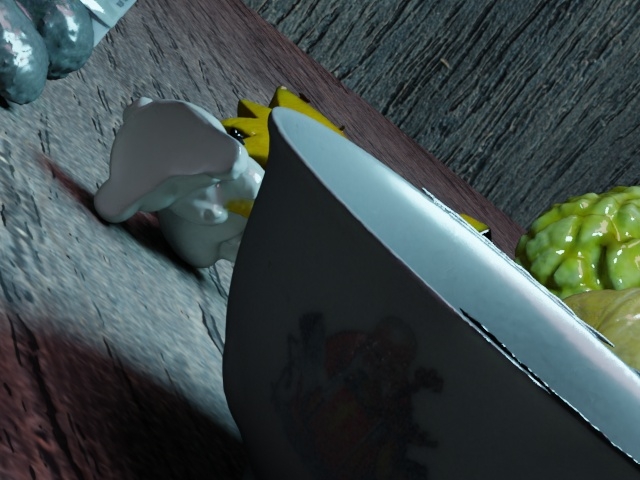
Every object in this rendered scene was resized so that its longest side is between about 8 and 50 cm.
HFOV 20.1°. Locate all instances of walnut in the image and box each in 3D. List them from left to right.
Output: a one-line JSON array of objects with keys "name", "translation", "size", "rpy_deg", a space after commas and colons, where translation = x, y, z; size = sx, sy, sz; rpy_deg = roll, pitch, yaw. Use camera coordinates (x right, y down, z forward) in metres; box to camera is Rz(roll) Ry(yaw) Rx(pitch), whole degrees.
[{"name": "walnut", "translation": [0.283, 0.133, 1.623], "size": [0.193, 0.193, 0.225], "rpy_deg": [45, 13, 28]}]

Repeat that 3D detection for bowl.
[{"name": "bowl", "translation": [0.063, 0.104, 0.829], "size": [0.345, 0.157, 0.345], "rpy_deg": [40, 7, -6]}]

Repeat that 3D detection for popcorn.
[{"name": "popcorn", "translation": [0.337, 0.062, 2.112], "size": [0.270, 0.224, 0.258], "rpy_deg": [46, 22, -24]}]

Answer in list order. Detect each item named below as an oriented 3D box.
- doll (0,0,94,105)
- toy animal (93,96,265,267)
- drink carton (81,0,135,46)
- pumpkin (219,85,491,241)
[{"name": "doll", "translation": [-0.267, -0.250, 1.196], "size": [0.340, 0.158, 0.246], "rpy_deg": [44, 20, 3]}, {"name": "toy animal", "translation": [-0.064, -0.041, 1.176], "size": [0.127, 0.131, 0.182], "rpy_deg": [68, 8, 22]}, {"name": "drink carton", "translation": [-0.264, -0.289, 1.622], "size": [0.222, 0.102, 0.134], "rpy_deg": [36, 7, -27]}, {"name": "pumpkin", "translation": [0.000, 0.000, 1.401], "size": [0.130, 0.149, 0.254], "rpy_deg": [-22, 43, -35]}]
